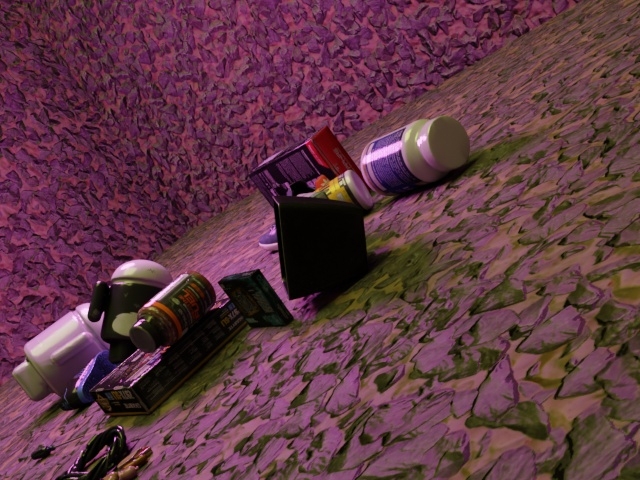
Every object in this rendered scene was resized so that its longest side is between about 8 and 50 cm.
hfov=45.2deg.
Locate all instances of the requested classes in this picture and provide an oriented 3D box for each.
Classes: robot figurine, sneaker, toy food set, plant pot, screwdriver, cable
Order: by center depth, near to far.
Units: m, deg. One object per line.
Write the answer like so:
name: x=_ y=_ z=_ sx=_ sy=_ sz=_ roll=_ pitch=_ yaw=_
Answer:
toy food set: x=-0.324 y=0.386 z=1.296 sx=0.078 sy=0.019 sz=0.122 roll=-27 pitch=5 yaw=33
cable: x=-0.424 y=0.406 z=1.426 sx=0.150 sy=0.047 sz=0.184 roll=-40 pitch=12 yaw=-24
plant pot: x=0.000 y=0.000 z=1.534 sx=0.167 sy=0.188 sz=0.187 roll=-8 pitch=9 yaw=-6
screwdriver: x=-0.596 y=0.469 z=1.756 sx=0.170 sy=0.024 sz=0.025 roll=-24 pitch=-15 yaw=19
robot figurine: x=-0.481 y=0.189 z=2.019 sx=0.173 sy=0.278 sz=0.209 roll=0 pitch=-18 yaw=18
sneaker: x=-0.630 y=0.376 z=2.074 sx=0.090 sy=0.081 sz=0.232 roll=-25 pitch=14 yaw=13
sneaker: x=-0.073 y=-0.087 z=2.240 sx=0.350 sy=0.148 sz=0.131 roll=-27 pitch=13 yaw=37
robot figurine: x=-0.723 y=0.322 z=2.266 sx=0.353 sy=0.200 sz=0.300 roll=-38 pitch=5 yaw=-18

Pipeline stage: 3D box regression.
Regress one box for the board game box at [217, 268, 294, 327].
board game box: x=-0.137 y=0.122 z=1.586 sx=0.026 sy=0.126 sz=0.186 roll=-40 pitch=13 yaw=-26

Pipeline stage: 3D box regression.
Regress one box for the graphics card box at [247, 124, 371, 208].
graphics card box: x=-0.038 y=-0.179 z=2.313 sx=0.371 sy=0.233 sz=0.094 roll=-21 pitch=21 yaw=53

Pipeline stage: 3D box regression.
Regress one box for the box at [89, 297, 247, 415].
box: x=-0.337 y=0.259 z=1.727 sx=0.322 sy=0.079 sz=0.257 roll=-42 pitch=15 yaw=-35

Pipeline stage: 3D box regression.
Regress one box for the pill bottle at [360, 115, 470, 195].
pill bottle: x=0.225 y=-0.203 z=1.842 sx=0.153 sy=0.153 sz=0.265 roll=-41 pitch=12 yaw=-29

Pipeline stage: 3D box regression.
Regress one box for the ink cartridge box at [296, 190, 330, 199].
ink cartridge box: x=-0.015 y=-0.031 z=1.815 sx=0.087 sy=0.153 sz=0.208 roll=-36 pitch=12 yaw=-13

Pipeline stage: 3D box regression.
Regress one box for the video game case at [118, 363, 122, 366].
video game case: x=-0.515 y=0.270 z=2.164 sx=0.166 sy=0.015 sz=0.119 roll=-48 pitch=-27 yaw=-51

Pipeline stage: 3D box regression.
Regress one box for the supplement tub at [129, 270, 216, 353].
supplement tub: x=-0.317 y=0.156 z=1.640 sx=0.106 sy=0.106 sz=0.198 roll=-25 pitch=15 yaw=42

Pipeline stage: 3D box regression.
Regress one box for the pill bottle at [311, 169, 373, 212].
pill bottle: x=0.023 y=-0.086 z=2.031 sx=0.208 sy=0.119 sz=0.119 roll=-32 pitch=11 yaw=16
